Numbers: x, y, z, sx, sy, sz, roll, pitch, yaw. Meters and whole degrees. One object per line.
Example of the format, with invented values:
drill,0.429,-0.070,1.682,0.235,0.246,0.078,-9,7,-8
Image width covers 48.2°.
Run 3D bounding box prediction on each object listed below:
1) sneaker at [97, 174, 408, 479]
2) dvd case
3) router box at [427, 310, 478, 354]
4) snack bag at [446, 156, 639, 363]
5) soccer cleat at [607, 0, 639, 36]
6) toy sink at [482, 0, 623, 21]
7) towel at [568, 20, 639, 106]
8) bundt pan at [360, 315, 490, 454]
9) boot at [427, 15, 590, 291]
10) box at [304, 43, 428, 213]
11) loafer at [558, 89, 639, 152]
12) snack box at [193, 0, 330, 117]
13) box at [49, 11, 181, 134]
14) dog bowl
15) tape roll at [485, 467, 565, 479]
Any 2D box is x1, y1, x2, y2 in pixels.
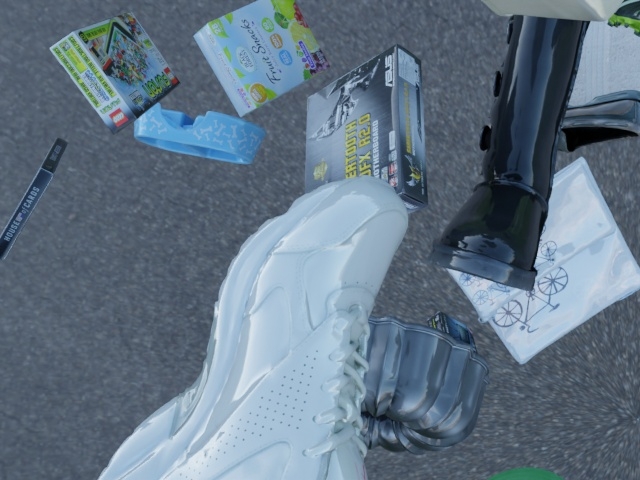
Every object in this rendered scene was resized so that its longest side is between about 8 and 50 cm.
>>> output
sneaker,-0.007,0.081,0.348,0.115,0.090,0.232,29,89,33
dvd case,-0.522,-0.083,1.297,0.179,0.030,0.238,-56,22,10
router box,0.255,0.204,1.355,0.038,0.092,0.122,-43,34,30
snack bag,0.437,0.060,1.379,0.323,0.342,0.037,-35,25,5
soccer cleat,0.411,-0.304,0.918,0.072,0.060,0.179,-62,17,21
toy sink,0.183,-0.287,0.609,0.152,0.131,0.234,-55,26,5
towel,0.576,-0.396,1.445,0.187,0.049,0.282,3,94,33
bundt pan,0.088,0.237,1.097,0.331,0.331,0.124,0,59,24
boot,0.288,-0.169,1.002,0.146,0.367,0.445,17,97,13
box,0.058,-0.130,0.994,0.183,0.056,0.231,-21,59,42
loafer,0.490,-0.211,1.377,0.267,0.096,0.084,-14,60,46
snack box,-0.106,-0.357,1.355,0.070,0.207,0.174,-14,110,56
box,-0.239,-0.209,0.866,0.036,0.207,0.114,-30,109,15
dog bowl,-0.264,-0.225,1.522,0.297,0.166,0.074,12,86,16
tape roll,0.358,0.573,1.290,0.321,0.077,0.321,-37,24,19
